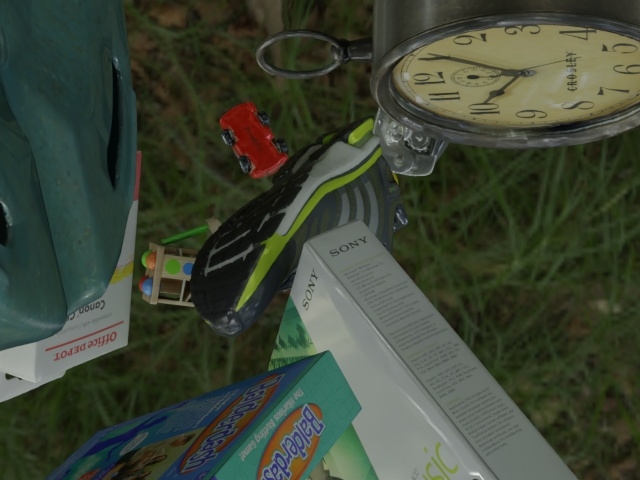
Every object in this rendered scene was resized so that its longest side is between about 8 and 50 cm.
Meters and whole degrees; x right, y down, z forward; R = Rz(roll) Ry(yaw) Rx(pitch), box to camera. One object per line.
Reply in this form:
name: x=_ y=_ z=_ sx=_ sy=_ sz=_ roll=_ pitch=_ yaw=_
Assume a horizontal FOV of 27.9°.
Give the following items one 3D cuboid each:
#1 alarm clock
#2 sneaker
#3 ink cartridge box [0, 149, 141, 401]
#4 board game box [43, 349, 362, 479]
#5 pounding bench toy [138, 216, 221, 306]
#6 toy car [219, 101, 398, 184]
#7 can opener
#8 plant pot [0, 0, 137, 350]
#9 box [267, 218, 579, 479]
alarm clock: x=0.067 y=-0.086 z=0.541 sx=0.192 sy=0.064 sz=0.129 roll=-4 pitch=162 yaw=9
sneaker: x=0.000 y=0.000 z=1.085 sx=0.111 sy=0.300 sz=0.121 roll=-27 pitch=103 yaw=39
ink cartridge box: x=-0.198 y=0.030 z=0.964 sx=0.067 sy=0.115 sz=0.198 roll=14 pitch=107 yaw=26
board game box: x=-0.097 y=0.147 z=0.768 sx=0.210 sy=0.160 sz=0.047 roll=-23 pitch=101 yaw=35
pounding bench toy: x=-0.126 y=0.016 z=1.155 sx=0.065 sy=0.083 sz=0.052 roll=8 pitch=-179 yaw=-17
toy car: x=-0.049 y=-0.029 z=1.558 sx=0.239 sy=0.225 sz=0.053 roll=25 pitch=164 yaw=8
can opener: x=0.122 y=-0.201 z=1.312 sx=0.076 sy=0.095 sz=0.283 roll=23 pitch=109 yaw=19
plant pot: x=-0.253 y=-0.069 z=0.393 sx=0.334 sy=0.341 sz=0.341 roll=-10 pitch=133 yaw=9
box: x=0.074 y=0.174 z=0.922 sx=0.058 sy=0.322 sz=0.232 roll=-21 pitch=147 yaw=-29
